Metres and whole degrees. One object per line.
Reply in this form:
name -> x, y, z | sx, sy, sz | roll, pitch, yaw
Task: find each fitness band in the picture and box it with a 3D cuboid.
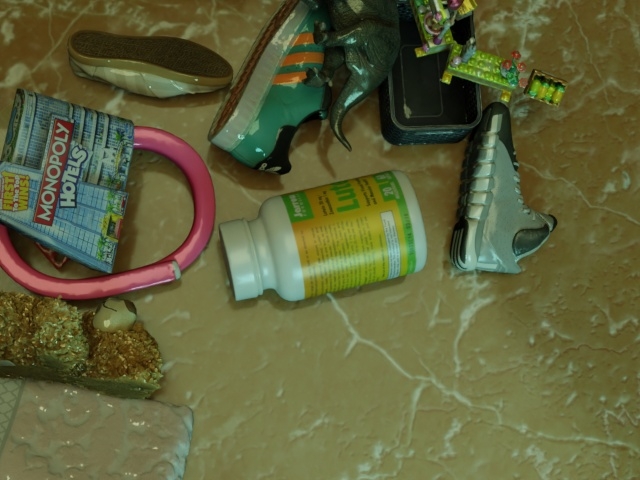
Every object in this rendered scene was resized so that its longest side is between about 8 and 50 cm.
fitness band -> -0.275, -0.034, 1.455 | 0.291, 0.054, 0.208 | -12, 95, -16

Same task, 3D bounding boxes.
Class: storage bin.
storage bin -> 0.143, -0.225, 1.544 | 0.122, 0.084, 0.180 | -2, 82, -7

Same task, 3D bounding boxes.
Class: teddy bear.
teddy bear -> -0.349, 0.102, 1.362 | 0.338, 0.245, 0.113 | 7, 70, -2

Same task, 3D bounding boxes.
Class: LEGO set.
LEGO set -> 0.196, -0.269, 1.459 | 0.132, 0.107, 0.287 | -38, 86, -10

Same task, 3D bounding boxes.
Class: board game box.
board game box -> -0.325, -0.075, 1.357 | 0.194, 0.060, 0.194 | 14, 85, -35

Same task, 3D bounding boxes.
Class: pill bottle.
pill bottle -> 0.000, 0.000, 1.464 | 0.246, 0.136, 0.136 | -13, 82, -8

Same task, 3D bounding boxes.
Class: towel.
towel -> -0.328, 0.303, 1.339 | 0.317, 0.053, 0.331 | 14, 48, -5

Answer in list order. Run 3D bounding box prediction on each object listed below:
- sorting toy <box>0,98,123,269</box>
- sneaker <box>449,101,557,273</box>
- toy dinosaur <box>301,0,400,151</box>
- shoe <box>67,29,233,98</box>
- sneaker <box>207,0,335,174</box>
sorting toy -> -0.376, -0.091, 1.476 | 0.132, 0.046, 0.274 | -45, 102, -10
sneaker -> 0.256, -0.063, 1.537 | 0.132, 0.086, 0.228 | 11, 90, -9
toy dinosaur -> 0.047, -0.276, 1.448 | 0.160, 0.121, 0.313 | -14, 90, -32
shoe -> -0.225, -0.230, 1.525 | 0.219, 0.058, 0.076 | 9, 49, -9
sneaker -> -0.031, -0.223, 1.524 | 0.121, 0.108, 0.302 | 34, 72, -20
